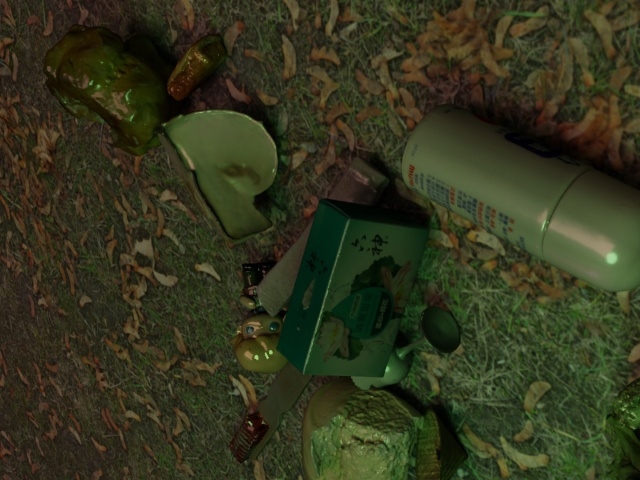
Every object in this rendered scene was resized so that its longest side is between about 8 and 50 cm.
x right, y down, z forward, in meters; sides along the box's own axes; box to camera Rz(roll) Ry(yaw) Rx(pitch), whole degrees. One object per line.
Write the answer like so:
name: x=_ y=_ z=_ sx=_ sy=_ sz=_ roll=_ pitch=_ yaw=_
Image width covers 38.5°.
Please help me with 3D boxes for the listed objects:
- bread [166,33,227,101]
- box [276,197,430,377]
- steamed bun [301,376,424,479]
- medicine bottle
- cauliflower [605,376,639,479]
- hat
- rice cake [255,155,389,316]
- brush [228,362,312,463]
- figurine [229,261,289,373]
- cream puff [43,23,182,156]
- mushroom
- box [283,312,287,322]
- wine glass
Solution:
bread: x=-0.216 y=-0.298 z=1.577 sx=0.053 sy=0.074 sz=0.132 roll=46 pitch=137 yaw=-3
box: x=0.046 y=0.073 z=1.345 sx=0.092 sy=0.153 sz=0.245 roll=35 pitch=114 yaw=53
steamed bun: x=0.053 y=0.358 z=1.495 sx=0.200 sy=0.170 sz=0.226 roll=25 pitch=129 yaw=35
medicine bottle: x=0.268 y=-0.052 z=1.141 sx=0.341 sy=0.130 sz=0.130 roll=33 pitch=127 yaw=34
cauliflower: x=0.418 y=0.312 z=1.051 sx=0.275 sy=0.250 sz=0.272 roll=42 pitch=129 yaw=32
hat: x=0.198 y=0.337 z=1.426 sx=0.146 sy=0.067 sz=0.146 roll=-174 pitch=90 yaw=-82
rice cake: x=0.000 y=0.000 z=1.479 sx=0.072 sy=0.056 sz=0.365 roll=44 pitch=131 yaw=8
brush: x=-0.102 y=0.325 z=1.733 sx=0.060 sy=0.050 sz=0.321 roll=52 pitch=134 yaw=22
figurine: x=-0.098 y=0.137 z=1.620 sx=0.108 sy=0.114 sz=0.196 roll=-166 pitch=74 yaw=-66
cream puff: x=-0.367 y=-0.289 z=1.676 sx=0.281 sy=0.185 sz=0.282 roll=31 pitch=165 yaw=9
mushroom: x=-0.155 y=-0.124 z=1.564 sx=0.236 sy=0.162 sz=0.173 roll=60 pitch=174 yaw=-9
box: x=-0.005 y=0.123 z=1.540 sx=0.089 sy=0.062 sz=0.122 roll=50 pitch=134 yaw=19
wine glass: x=0.125 y=0.172 z=1.416 sx=0.195 sy=0.079 sz=0.079 roll=-40 pitch=77 yaw=46
